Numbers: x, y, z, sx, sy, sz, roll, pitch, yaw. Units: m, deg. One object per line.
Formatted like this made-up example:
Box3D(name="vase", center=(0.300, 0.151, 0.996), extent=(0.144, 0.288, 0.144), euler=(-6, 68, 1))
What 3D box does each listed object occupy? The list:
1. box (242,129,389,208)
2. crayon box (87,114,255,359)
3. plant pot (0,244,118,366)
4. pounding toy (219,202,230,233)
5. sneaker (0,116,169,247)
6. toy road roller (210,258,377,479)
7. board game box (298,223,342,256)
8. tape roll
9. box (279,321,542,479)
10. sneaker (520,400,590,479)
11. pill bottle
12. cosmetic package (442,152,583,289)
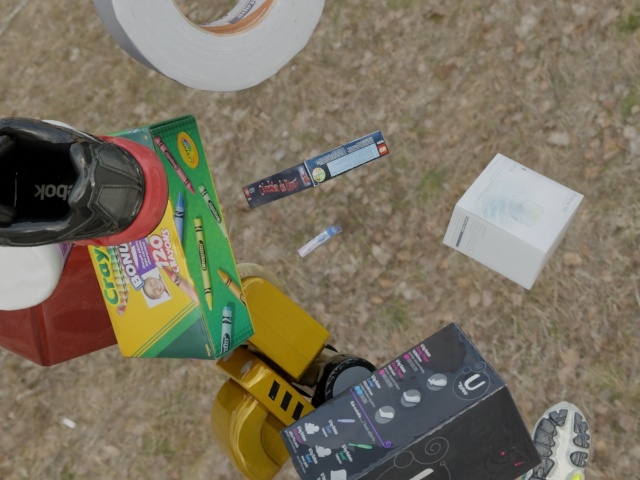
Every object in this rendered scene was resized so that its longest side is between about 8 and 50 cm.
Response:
Box3D(name="box", center=(-0.013, -0.117, 1.473), extent=(0.159, 0.044, 0.233), euler=(-26, 6, -30))
Box3D(name="crayon box", center=(-0.196, 0.001, 1.042), extent=(0.165, 0.278, 0.081), euler=(-5, 16, 37))
Box3D(name="plant pot", center=(-0.507, 0.090, 1.663), extent=(0.267, 0.267, 0.236), euler=(13, 109, 39))
Box3D(name="pounding toy", center=(-0.258, 0.004, 1.517), extent=(0.155, 0.269, 0.154), euler=(20, 98, 22))
Box3D(name="sneaker", center=(-0.263, -0.041, 0.659), extent=(0.276, 0.135, 0.098), euler=(-1, 87, 8))
Box3D(name="toy road roller", center=(-0.093, 0.204, 1.290), extent=(0.240, 0.329, 0.202), euler=(-49, 19, -13))
Box3D(name="board game box", center=(0.000, 0.000, 1.832), extent=(0.090, 0.020, 0.090), euler=(-37, -3, 10))
Box3D(name="tape roll", center=(-0.102, -0.253, 0.810), extent=(0.219, 0.219, 0.072), euler=(-49, 35, -5))
Box3D(name="box", center=(0.114, 0.260, 1.096), extent=(0.270, 0.165, 0.143), euler=(-32, 35, -2))
Box3D(name="sneaker", center=(0.333, 0.372, 1.277), extent=(0.107, 0.110, 0.275), euler=(18, 90, 8))
Box3D(name="pill bottle", center=(-0.441, -0.053, 1.308), extent=(0.169, 0.169, 0.301), euler=(-26, 34, 21))
Box3D(name="cosmetic package", center=(0.437, -0.047, 1.966), extent=(0.224, 0.138, 0.224), euler=(30, 51, 16))
